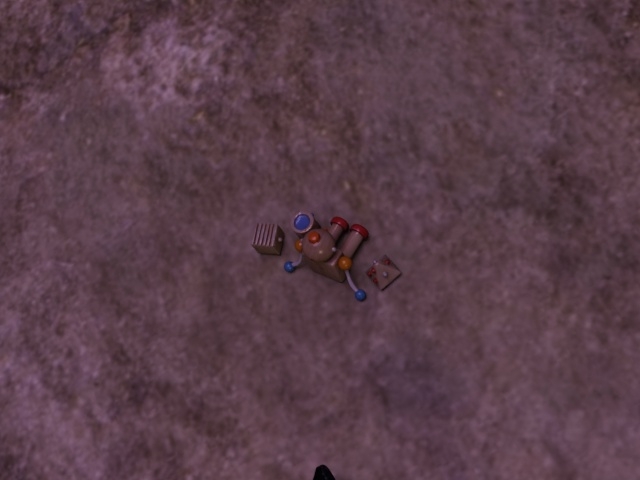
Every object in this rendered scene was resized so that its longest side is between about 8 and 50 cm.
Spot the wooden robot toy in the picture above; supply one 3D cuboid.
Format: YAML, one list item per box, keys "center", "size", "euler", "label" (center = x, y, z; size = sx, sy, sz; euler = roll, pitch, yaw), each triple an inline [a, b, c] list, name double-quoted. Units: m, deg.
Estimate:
- center: [0.000, 0.000, 1.200]
  size: [0.173, 0.079, 0.076]
  euler: [21, 75, 25]
  label: "wooden robot toy"

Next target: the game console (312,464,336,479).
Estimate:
- center: [-0.002, 0.298, 1.074]
  size: [0.071, 0.107, 0.122]
  euler: [-20, 58, -23]
  label: "game console"
